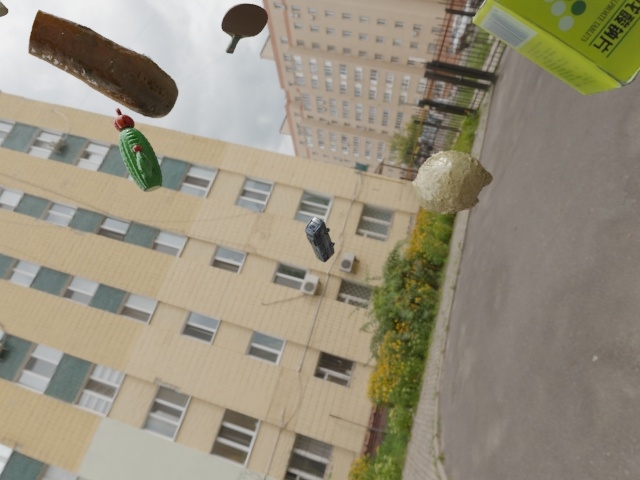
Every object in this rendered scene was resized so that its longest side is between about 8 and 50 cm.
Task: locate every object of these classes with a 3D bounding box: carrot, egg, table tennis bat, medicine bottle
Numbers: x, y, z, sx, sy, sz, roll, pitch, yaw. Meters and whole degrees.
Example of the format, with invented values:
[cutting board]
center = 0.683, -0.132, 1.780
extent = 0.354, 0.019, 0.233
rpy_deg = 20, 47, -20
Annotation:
[carrot]
center = -0.478, -0.388, 0.913
extent = 0.302, 0.139, 0.138
rpy_deg = 16, -93, -37
[egg]
center = 0.245, -0.110, 0.764
extent = 0.118, 0.140, 0.116
rpy_deg = 38, -136, -32
[table tennis bat]
center = -0.286, -0.750, 1.432
extent = 0.274, 0.154, 0.021
rpy_deg = -18, 80, 59
[medicine bottle]
center = 0.383, -0.349, 0.617
extent = 0.137, 0.250, 0.141
rpy_deg = -56, 0, 16

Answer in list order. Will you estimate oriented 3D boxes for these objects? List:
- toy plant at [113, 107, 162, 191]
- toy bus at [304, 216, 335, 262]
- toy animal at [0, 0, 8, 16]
[toy plant]
center = -0.530, -0.252, 1.164
extent = 0.088, 0.240, 0.154
rpy_deg = -26, -21, -21
[toy bus]
center = 0.000, 0.000, 1.212
extent = 0.065, 0.047, 0.165
rpy_deg = -48, -33, -18
[toy animal]
center = -0.614, -0.504, 0.662
extent = 0.183, 0.185, 0.104
rpy_deg = -51, 19, 18
